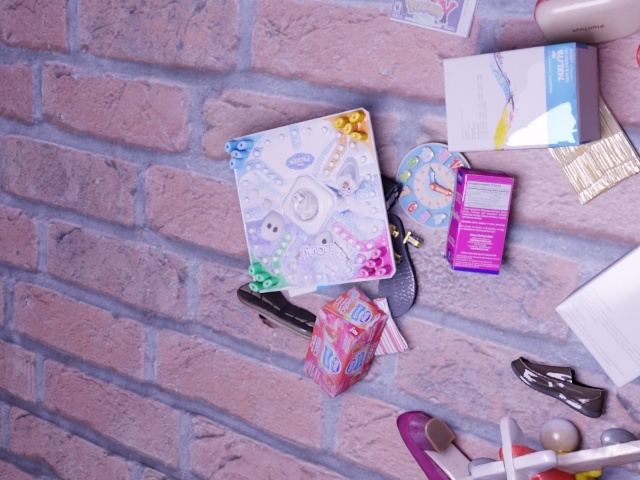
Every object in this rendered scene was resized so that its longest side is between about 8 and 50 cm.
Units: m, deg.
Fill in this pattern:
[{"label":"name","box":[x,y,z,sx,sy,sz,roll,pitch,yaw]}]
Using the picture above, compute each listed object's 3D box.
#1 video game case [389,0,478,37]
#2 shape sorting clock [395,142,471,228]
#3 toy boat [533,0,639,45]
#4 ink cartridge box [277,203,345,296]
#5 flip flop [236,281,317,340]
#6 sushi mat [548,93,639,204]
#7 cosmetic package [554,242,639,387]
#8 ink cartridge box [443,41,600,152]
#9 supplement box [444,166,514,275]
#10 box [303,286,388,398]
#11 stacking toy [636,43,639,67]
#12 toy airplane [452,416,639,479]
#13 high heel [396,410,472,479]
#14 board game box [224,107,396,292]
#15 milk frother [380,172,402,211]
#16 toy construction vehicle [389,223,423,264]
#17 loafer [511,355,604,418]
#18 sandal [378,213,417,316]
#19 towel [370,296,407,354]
[{"label":"video game case","box":[0.269,-0.575,1.745,0.201,0.023,0.184,22,109,26]},{"label":"shape sorting clock","box":[0.270,-0.129,1.815,0.206,0.040,0.206,6,102,30]},{"label":"toy boat","box":[0.553,-0.491,1.539,0.231,0.151,0.151,-3,68,31]},{"label":"ink cartridge box","box":[0.000,0.000,1.925,0.171,0.168,0.233,-16,90,31]},{"label":"flip flop","box":[-0.116,0.202,2.082,0.277,0.112,0.080,29,127,18]},{"label":"sushi mat","box":[0.545,-0.248,1.639,0.151,0.019,0.317,-33,81,32]},{"label":"cosmetic package","box":[0.698,0.096,1.534,0.385,0.156,0.217,-42,77,29]},{"label":"ink cartridge box","box":[0.417,-0.289,1.582,0.270,0.198,0.197,0,99,31]},{"label":"supplement box","box":[0.354,-0.046,1.717,0.113,0.111,0.220,6,103,-2]},{"label":"box","box":[0.058,0.258,1.908,0.122,0.128,0.257,42,140,26]},{"label":"stacking toy","box":[0.710,-0.462,1.442,0.141,0.141,0.330,39,121,20]},{"label":"toy airplane","box":[0.497,0.491,1.657,0.386,0.272,0.384,13,134,8]},{"label":"high heel","box":[0.326,0.587,1.906,0.377,0.127,0.181,63,159,-3]},{"label":"board game box","box":[-0.036,-0.082,1.806,0.389,0.050,0.390,-8,93,29]},{"label":"milk frother","box":[0.100,-0.102,1.848,0.134,0.143,0.129,34,144,22]},{"label":"toy construction vehicle","box":[0.185,0.009,1.851,0.098,0.035,0.086,36,102,20]},{"label":"loafer","box":[0.538,0.313,1.721,0.220,0.080,0.078,27,102,19]},{"label":"sandal","box":[0.192,0.060,1.898,0.097,0.054,0.255,-6,86,25]},{"label":"towel","box":[0.128,0.221,1.934,0.197,0.029,0.144,-20,96,55]}]
